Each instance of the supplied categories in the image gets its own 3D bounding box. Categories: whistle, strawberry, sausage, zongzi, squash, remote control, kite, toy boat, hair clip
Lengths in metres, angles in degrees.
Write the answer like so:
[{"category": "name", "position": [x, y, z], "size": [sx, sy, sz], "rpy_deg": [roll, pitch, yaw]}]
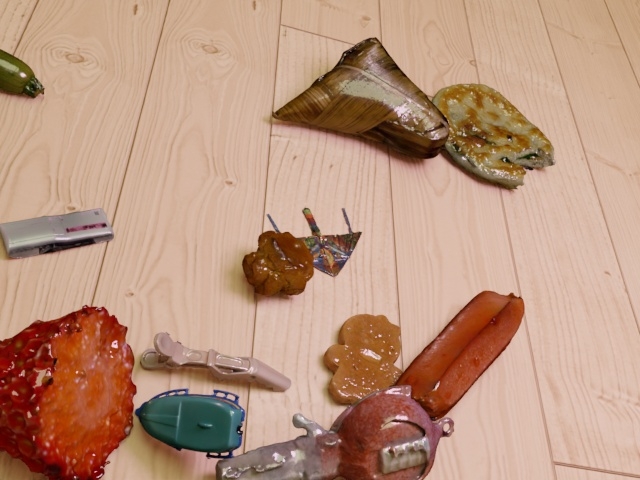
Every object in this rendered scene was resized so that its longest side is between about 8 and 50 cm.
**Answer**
[{"category": "whistle", "position": [0.031, 0.292, 1.077], "size": [0.346, 0.142, 0.134], "rpy_deg": [-9, 29, -18]}, {"category": "strawberry", "position": [-0.351, 0.197, 0.995], "size": [0.178, 0.234, 0.234], "rpy_deg": [1, 43, 19]}, {"category": "sausage", "position": [0.230, 0.182, 1.269], "size": [0.102, 0.102, 0.330], "rpy_deg": [41, 48, 14]}, {"category": "zongzi", "position": [0.085, -0.237, 1.564], "size": [0.288, 0.134, 0.286], "rpy_deg": [-35, 74, -25]}, {"category": "squash", "position": [-0.609, -0.324, 1.380], "size": [0.258, 0.069, 0.069], "rpy_deg": [23, 46, -1]}, {"category": "remote control", "position": [-0.410, -0.014, 1.221], "size": [0.166, 0.029, 0.065], "rpy_deg": [-13, 56, -31]}, {"category": "kite", "position": [0.000, 0.000, 1.390], "size": [0.183, 0.010, 0.160], "rpy_deg": [-5, 53, -26]}, {"category": "toy boat", "position": [-0.172, 0.244, 1.061], "size": [0.175, 0.110, 0.091], "rpy_deg": [3, 82, 21]}, {"category": "hair clip", "position": [-0.144, 0.178, 1.135], "size": [0.226, 0.072, 0.034], "rpy_deg": [14, 50, -12]}]

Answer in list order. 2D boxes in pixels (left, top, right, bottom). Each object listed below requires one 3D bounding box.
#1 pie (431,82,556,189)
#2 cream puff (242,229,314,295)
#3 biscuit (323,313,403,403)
[{"category": "pie", "position": [0.370, -0.235, 1.708], "size": [0.302, 0.067, 0.302], "rpy_deg": [11, 50, -13]}, {"category": "cream puff", "position": [-0.069, 0.043, 1.274], "size": [0.116, 0.094, 0.122], "rpy_deg": [38, 24, 8]}, {"category": "biscuit", "position": [0.069, 0.190, 1.242], "size": [0.133, 0.027, 0.184], "rpy_deg": [12, 46, -13]}]
